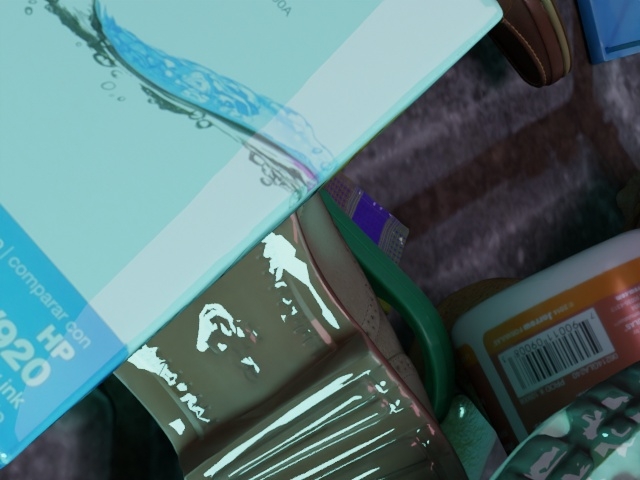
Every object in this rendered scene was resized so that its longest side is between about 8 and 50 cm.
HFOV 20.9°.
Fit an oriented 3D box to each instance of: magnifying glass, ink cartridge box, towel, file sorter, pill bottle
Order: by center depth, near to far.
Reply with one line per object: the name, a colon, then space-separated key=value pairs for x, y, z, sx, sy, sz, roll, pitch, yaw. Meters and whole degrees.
ink cartridge box: x=-0.090 y=-0.051 z=0.618 sx=0.233 sy=0.171 sz=0.168 roll=-43 pitch=93 yaw=-22
pill bottle: x=0.163 y=0.113 z=0.872 sx=0.121 sy=0.121 sz=0.216 roll=-17 pitch=79 yaw=-49
magnifying glass: x=0.000 y=0.000 z=0.896 sx=0.026 sy=0.092 sz=0.231 roll=-27 pitch=93 yaw=-49
towel: x=0.019 y=-0.002 z=0.964 sx=0.083 sy=0.009 sz=0.060 roll=42 pitch=53 yaw=-35
file sorter: x=0.238 y=-0.220 z=1.187 sx=0.118 sy=0.104 sz=0.170 roll=-19 pitch=97 yaw=-48

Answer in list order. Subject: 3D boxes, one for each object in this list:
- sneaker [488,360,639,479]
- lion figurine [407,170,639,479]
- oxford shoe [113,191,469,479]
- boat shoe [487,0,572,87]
sneaker: x=0.065 y=0.210 z=0.743 sx=0.158 sy=0.182 sz=0.410 roll=42 pitch=75 yaw=-2
lion figurine: x=0.166 y=0.070 z=1.023 sx=0.392 sy=0.142 sz=0.240 roll=-9 pitch=82 yaw=-45
oxford shoe: x=-0.061 y=-0.001 z=0.814 sx=0.397 sy=0.140 sz=0.146 roll=64 pitch=4 yaw=-6
boat shoe: x=0.088 y=-0.158 z=1.045 sx=0.060 sy=0.064 sz=0.178 roll=-42 pitch=116 yaw=-11
